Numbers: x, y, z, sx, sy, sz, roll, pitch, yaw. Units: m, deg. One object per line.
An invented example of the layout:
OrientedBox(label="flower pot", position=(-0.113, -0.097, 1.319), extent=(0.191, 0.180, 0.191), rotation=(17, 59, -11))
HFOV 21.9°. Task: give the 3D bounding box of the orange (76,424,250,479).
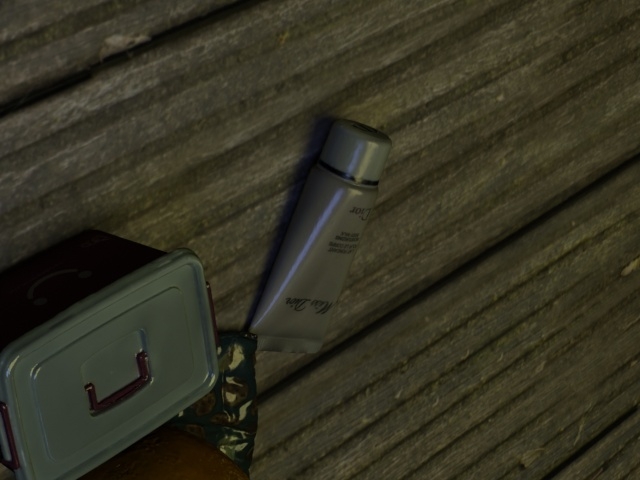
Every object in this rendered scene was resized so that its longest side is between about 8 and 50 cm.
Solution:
OrientedBox(label="orange", position=(-0.189, 0.346, 1.890), extent=(0.274, 0.274, 0.274), rotation=(-22, 122, -42))

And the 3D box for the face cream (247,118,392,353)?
OrientedBox(label="face cream", position=(0.000, 0.000, 2.114), extent=(0.143, 0.089, 0.314), rotation=(6, 112, -47))

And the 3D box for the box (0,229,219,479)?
OrientedBox(label="box", position=(-0.267, 0.120, 1.782), extent=(0.294, 0.167, 0.193), rotation=(-31, 126, -37))

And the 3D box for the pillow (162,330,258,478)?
OrientedBox(label="pillow", position=(-0.154, 0.243, 2.059), extent=(0.189, 0.034, 0.255), rotation=(-11, 112, -40))
